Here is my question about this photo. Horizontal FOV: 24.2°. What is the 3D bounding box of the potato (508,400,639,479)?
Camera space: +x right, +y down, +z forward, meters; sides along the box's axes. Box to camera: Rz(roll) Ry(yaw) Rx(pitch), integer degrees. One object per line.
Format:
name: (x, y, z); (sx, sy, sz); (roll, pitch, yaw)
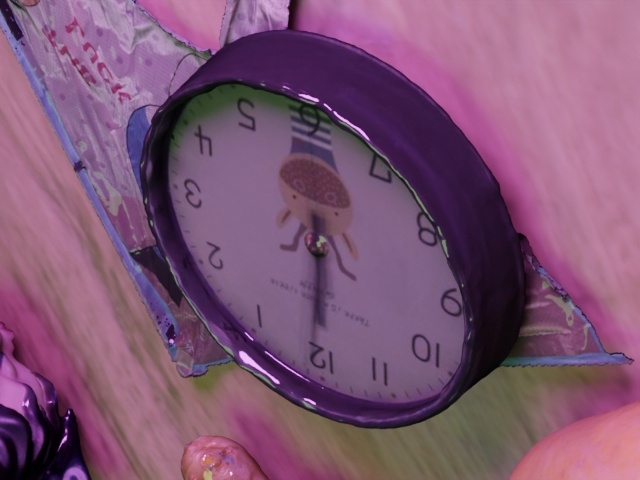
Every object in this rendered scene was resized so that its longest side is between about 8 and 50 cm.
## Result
potato: (0.136, 0.120, 0.579); (0.118, 0.109, 0.178); (30, 152, -13)

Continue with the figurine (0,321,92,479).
figurine: (-0.235, 0.106, 0.902); (0.145, 0.145, 0.222); (-26, 98, 52)

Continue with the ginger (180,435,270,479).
ginger: (0.023, 0.177, 0.790); (0.176, 0.052, 0.193); (-8, 124, 48)

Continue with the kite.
kite: (-0.036, -0.046, 0.679); (0.406, 0.014, 0.368); (36, 140, 17)

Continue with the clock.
clock: (0.000, 0.000, 0.636); (0.185, 0.040, 0.184); (26, 137, 27)
